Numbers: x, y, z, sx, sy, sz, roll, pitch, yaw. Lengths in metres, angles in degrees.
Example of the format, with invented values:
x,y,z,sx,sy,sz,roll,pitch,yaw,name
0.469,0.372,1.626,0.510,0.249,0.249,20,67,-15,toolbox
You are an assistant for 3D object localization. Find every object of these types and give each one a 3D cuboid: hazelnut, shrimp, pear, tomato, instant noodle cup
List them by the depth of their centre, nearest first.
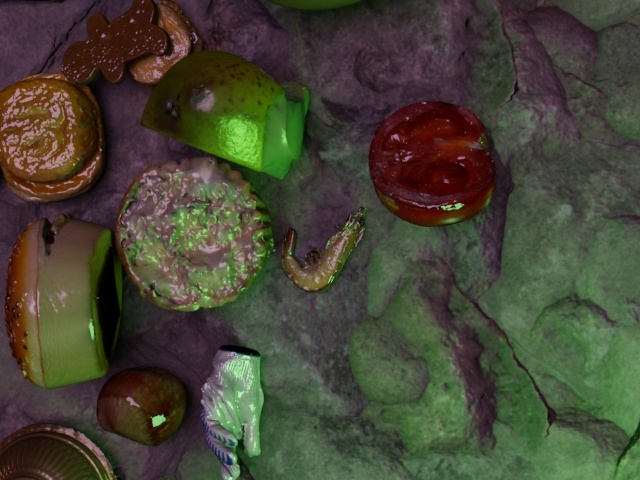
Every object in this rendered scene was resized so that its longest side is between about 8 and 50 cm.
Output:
x,y,z,sx,sy,sz,roll,pitch,yaw,name
0.182,-0.104,1.682,0.200,0.140,0.233,-5,50,6,tomato
-0.165,-0.227,1.700,0.286,0.282,0.176,21,95,14,pear
-0.305,0.277,1.764,0.154,0.143,0.143,9,87,30,hazelnut
0.001,0.000,1.769,0.124,0.034,0.178,32,97,20,shrimp
-0.486,0.458,1.786,0.273,0.090,0.274,1,94,13,instant noodle cup

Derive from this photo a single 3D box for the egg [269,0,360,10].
x,y,z,sx,sy,sz,roll,pitch,yaw,name
0.010,-0.531,1.674,0.373,0.301,0.301,-11,83,12,egg

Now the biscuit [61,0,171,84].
x,y,z,sx,sy,sz,roll,pitch,yaw,name
-0.363,-0.340,1.802,0.205,0.031,0.138,-27,76,11,biscuit

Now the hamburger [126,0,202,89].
x,y,z,sx,sy,sz,roll,pitch,yaw,name
-0.289,-0.348,1.839,0.147,0.083,0.138,-37,82,9,hamburger

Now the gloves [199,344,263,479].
x,y,z,sx,sy,sz,roll,pitch,yaw,name
-0.148,0.292,1.745,0.119,0.097,0.229,10,75,-31,gloves

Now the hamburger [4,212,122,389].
x,y,z,sx,sy,sz,roll,pitch,yaw,name
-0.435,0.103,1.733,0.176,0.300,0.300,2,85,-3,hamburger

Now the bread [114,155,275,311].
x,y,z,sx,sy,sz,roll,pitch,yaw,name
-0.211,-0.012,1.749,0.274,0.149,0.274,1,93,12,bread

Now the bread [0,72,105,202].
x,y,z,sx,sy,sz,roll,pitch,yaw,name
-0.486,-0.188,1.848,0.198,0.120,0.236,-10,84,4,bread
